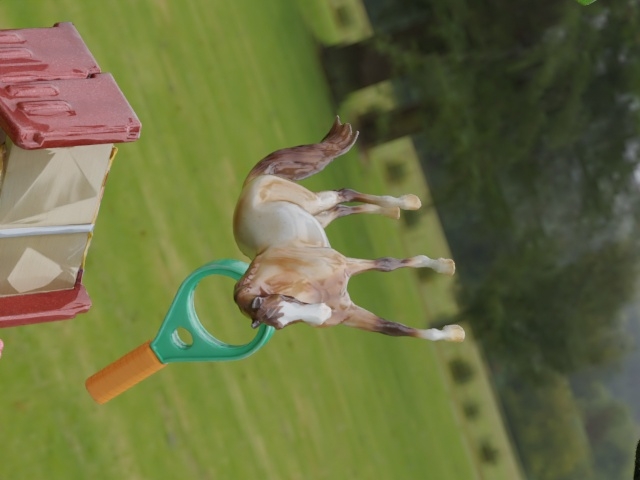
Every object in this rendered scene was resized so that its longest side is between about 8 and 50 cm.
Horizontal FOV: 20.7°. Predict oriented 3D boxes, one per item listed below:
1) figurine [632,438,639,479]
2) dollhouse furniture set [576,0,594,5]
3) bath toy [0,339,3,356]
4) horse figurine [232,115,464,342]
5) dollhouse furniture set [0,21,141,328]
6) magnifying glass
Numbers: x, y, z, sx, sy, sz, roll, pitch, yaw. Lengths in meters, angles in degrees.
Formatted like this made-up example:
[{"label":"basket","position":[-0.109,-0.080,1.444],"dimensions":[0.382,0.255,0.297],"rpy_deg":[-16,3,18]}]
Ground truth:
[{"label":"figurine","position":[0.389,0.133,1.514],"dimensions":[0.092,0.209,0.215],"rpy_deg":[19,74,-60]},{"label":"dollhouse furniture set","position":[0.267,-0.352,1.377],"dimensions":[0.197,0.301,0.151],"rpy_deg":[28,45,-43]},{"label":"bath toy","position":[-0.417,0.157,1.607],"dimensions":[0.129,0.348,0.151],"rpy_deg":[21,33,-39]},{"label":"horse figurine","position":[0.000,0.000,1.288],"dimensions":[0.263,0.174,0.066],"rpy_deg":[-112,-150,-52]},{"label":"dollhouse furniture set","position":[-0.342,-0.045,1.341],"dimensions":[0.152,0.374,0.201],"rpy_deg":[52,-47,38]},{"label":"magnifying glass","position":[-0.131,0.092,1.607],"dimensions":[0.092,0.231,0.026],"rpy_deg":[56,34,-4]}]
